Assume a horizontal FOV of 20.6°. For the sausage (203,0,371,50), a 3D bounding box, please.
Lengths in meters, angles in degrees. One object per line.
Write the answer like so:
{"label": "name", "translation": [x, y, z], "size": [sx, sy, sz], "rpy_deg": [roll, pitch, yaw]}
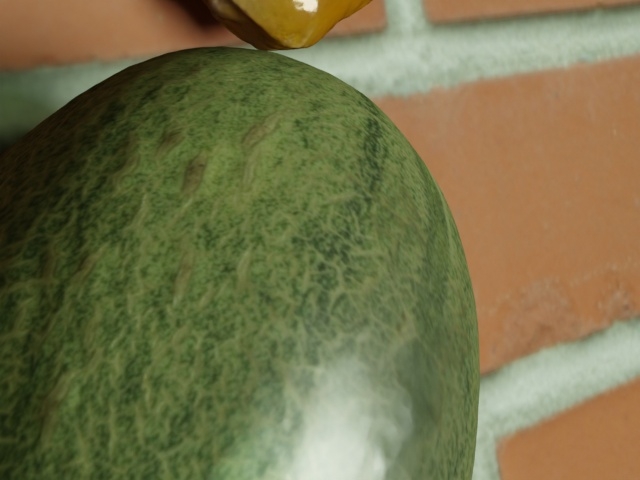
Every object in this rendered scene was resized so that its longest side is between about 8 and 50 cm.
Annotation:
{"label": "sausage", "translation": [0.013, -0.179, 0.923], "size": [0.238, 0.098, 0.098], "rpy_deg": [-50, 122, -41]}

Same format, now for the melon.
{"label": "melon", "translation": [-0.057, 0.072, 0.709], "size": [0.248, 0.249, 0.329], "rpy_deg": [47, 51, -35]}
